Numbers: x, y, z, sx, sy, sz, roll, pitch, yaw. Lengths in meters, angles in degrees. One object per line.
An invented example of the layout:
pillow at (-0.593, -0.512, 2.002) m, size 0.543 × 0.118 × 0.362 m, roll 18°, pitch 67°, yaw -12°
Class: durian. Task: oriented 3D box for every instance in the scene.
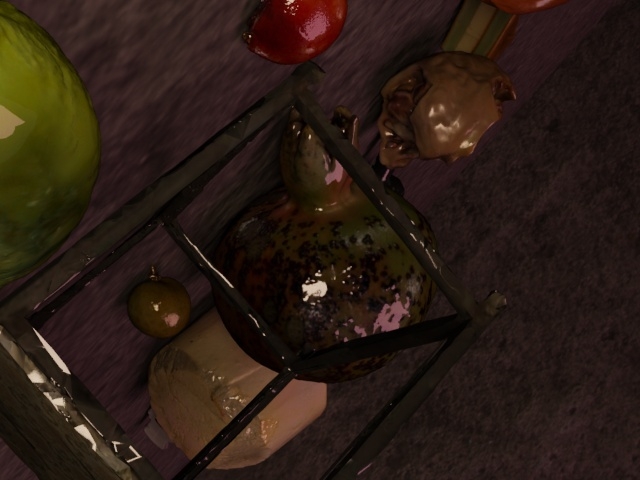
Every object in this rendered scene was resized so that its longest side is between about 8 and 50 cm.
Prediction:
durian at (-0.177, -0.040, 0.419) m, size 0.139 × 0.101 × 0.250 m, roll -39°, pitch 173°, yaw -33°

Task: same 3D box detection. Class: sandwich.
sandwich at (0.258, -0.340, 1.239) m, size 0.113 × 0.079 × 0.163 m, roll -45°, pitch 168°, yaw -33°

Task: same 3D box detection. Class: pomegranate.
pomegranate at (0.000, 0.000, 1.018) m, size 0.285 × 0.285 × 0.341 m, roll -39°, pitch 134°, yaw -43°

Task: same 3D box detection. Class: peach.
peach at (-0.014, -0.183, 0.702) m, size 0.098 × 0.061 × 0.098 m, roll -50°, pitch 177°, yaw -3°

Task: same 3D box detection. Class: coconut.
coconut at (-0.112, 0.205, 1.272) m, size 0.244 × 0.239 × 0.239 m, roll -32°, pitch 161°, yaw -43°

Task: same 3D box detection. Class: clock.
clock at (-0.225, 0.274, 1.467) m, size 0.117 × 0.080 × 0.176 m, roll -36°, pitch 165°, yaw -50°

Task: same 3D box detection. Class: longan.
longan at (-0.179, 0.067, 0.941) m, size 0.075 × 0.075 × 0.083 m, roll -26°, pitch 114°, yaw -66°

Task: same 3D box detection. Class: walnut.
walnut at (0.173, -0.198, 1.198) m, size 0.204 × 0.141 × 0.238 m, roll -35°, pitch -170°, yaw -13°

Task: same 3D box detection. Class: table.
table at (-0.091, 0.079, 0.648) m, size 0.272 × 0.222 × 0.335 m, roll -44°, pitch -172°, yaw -28°

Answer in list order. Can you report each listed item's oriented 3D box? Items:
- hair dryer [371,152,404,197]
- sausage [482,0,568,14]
hair dryer at (0.089, -0.140, 1.363) m, size 0.235 × 0.091 × 0.272 m, roll -18°, pitch 137°, yaw -52°
sausage at (0.265, -0.369, 0.929) m, size 0.141 × 0.153 × 0.268 m, roll 28°, pitch 108°, yaw -37°
